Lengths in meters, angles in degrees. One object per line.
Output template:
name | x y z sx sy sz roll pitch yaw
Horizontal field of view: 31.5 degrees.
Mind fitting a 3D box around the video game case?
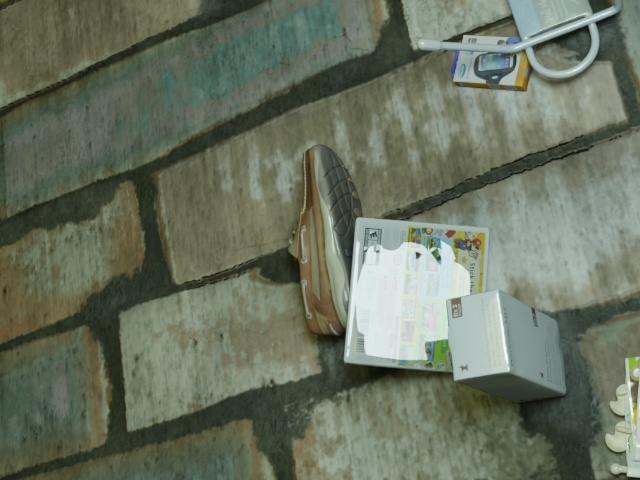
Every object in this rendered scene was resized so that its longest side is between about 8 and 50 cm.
video game case | 0.147 0.084 1.719 0.206 0.026 0.226 5 77 3

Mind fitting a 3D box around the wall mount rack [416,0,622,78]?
wall mount rack | 0.284 -0.404 1.745 0.304 0.130 0.350 -19 62 14

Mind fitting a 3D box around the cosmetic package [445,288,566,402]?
cosmetic package | 0.260 0.150 1.565 0.086 0.231 0.117 -14 70 26

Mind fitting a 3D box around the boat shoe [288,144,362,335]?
boat shoe | 0.000 0.000 1.827 0.116 0.123 0.324 -19 66 27

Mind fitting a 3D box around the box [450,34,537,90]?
box | 0.270 -0.283 1.803 0.136 0.028 0.081 9 81 29

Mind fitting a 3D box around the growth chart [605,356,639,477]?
growth chart | 0.483 0.215 1.543 0.172 0.021 0.237 8 80 32
